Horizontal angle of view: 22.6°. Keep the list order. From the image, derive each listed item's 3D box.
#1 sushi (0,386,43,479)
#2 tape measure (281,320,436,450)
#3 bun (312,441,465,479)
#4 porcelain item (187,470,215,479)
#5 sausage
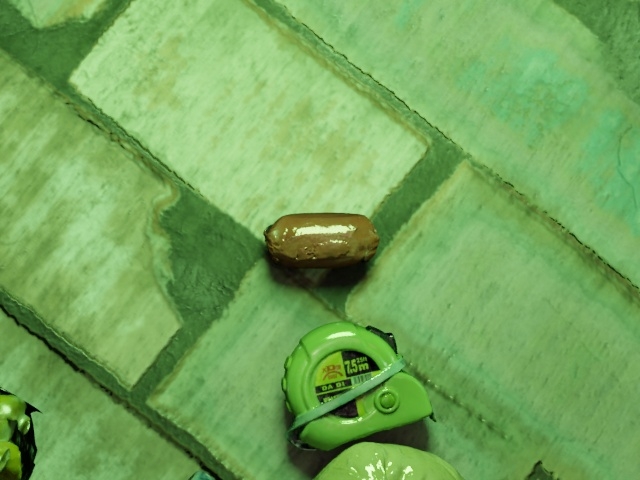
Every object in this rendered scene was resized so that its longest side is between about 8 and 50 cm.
[{"bbox_3d":[-0.497,0.267,1.762,0.328,0.285,0.328,31,80,1],"label":"sushi"},{"bbox_3d":[0.031,0.173,1.923,0.177,0.087,0.154,-19,95,-6],"label":"tape measure"},{"bbox_3d":[0.075,0.343,1.887,0.237,0.116,0.210,-34,86,-11],"label":"bun"},{"bbox_3d":[-0.144,0.354,1.850,0.114,0.147,0.147,39,80,-1],"label":"porcelain item"},{"bbox_3d":[0.000,0.000,1.955,0.141,0.076,0.076,-1,81,-7],"label":"sausage"}]
